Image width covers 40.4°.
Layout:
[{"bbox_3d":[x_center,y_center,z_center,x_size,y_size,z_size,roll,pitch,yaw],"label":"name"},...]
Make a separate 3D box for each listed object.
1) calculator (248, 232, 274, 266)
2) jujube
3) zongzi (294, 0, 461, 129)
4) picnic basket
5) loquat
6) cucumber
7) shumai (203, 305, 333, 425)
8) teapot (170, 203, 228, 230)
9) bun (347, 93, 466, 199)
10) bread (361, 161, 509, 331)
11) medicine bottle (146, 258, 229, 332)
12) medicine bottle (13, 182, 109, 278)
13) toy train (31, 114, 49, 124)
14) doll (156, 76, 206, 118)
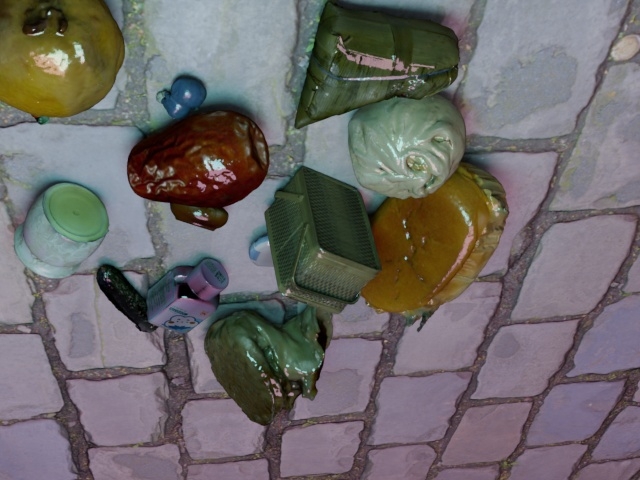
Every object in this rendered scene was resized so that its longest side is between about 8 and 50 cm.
[{"bbox_3d":[-0.052,0.022,1.901,0.210,0.039,0.121,3,154,-17],"label":"calculator"},{"bbox_3d":[-0.221,-0.142,1.565,0.255,0.190,0.190,-3,145,18],"label":"jujube"},{"bbox_3d":[0.096,-0.269,1.505,0.251,0.125,0.274,8,142,-11],"label":"zongzi"},{"bbox_3d":[0.000,0.000,1.719,0.165,0.266,0.139,21,128,-31],"label":"picnic basket"},{"bbox_3d":[-0.410,-0.292,1.310,0.238,0.193,0.238,10,156,5],"label":"loquat"},{"bbox_3d":[-0.439,0.127,1.951,0.067,0.067,0.245,-19,140,12],"label":"cucumber"},{"bbox_3d":[-0.098,0.275,2.135,0.288,0.292,0.330,-37,165,-28],"label":"shumai"},{"bbox_3d":[-0.244,-0.069,1.735,0.129,0.078,0.098,18,177,-13],"label":"teapot"},{"bbox_3d":[0.161,-0.165,1.604,0.231,0.133,0.231,-1,120,-1],"label":"bun"},{"bbox_3d":[0.217,0.003,1.812,0.183,0.236,0.388,-1,132,-46],"label":"bread"},{"bbox_3d":[-0.293,0.120,1.942,0.119,0.094,0.188,23,132,-38],"label":"medicine bottle"},{"bbox_3d":[-0.500,-0.018,1.677,0.147,0.147,0.143,20,137,-33],"label":"medicine bottle"},{"bbox_3d":[-0.484,-0.239,1.462,0.044,0.064,0.103,-15,142,4],"label":"toy train"},{"bbox_3d":[-0.235,-0.248,1.520,0.076,0.050,0.083,18,133,-38],"label":"doll"}]
